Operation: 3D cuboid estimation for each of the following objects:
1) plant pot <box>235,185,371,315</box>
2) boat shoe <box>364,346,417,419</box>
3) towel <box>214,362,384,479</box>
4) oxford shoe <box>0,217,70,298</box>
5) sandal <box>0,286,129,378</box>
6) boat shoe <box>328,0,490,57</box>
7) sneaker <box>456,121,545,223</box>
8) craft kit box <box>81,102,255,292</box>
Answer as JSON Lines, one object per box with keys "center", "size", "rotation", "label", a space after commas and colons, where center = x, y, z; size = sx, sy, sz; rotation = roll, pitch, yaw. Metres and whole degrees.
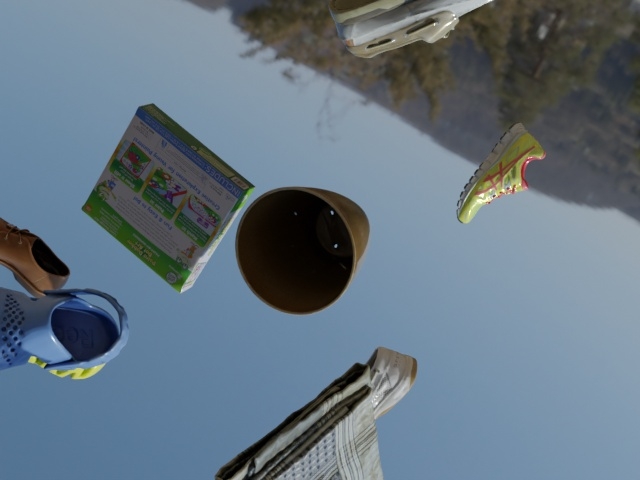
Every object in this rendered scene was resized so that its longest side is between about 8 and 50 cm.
{"center": [0.000, 0.000, 2.199], "size": [0.237, 0.237, 0.254], "rotation": [32, -160, 15], "label": "plant pot"}
{"center": [0.050, 0.280, 1.983], "size": [0.096, 0.277, 0.098], "rotation": [31, -155, -17], "label": "boat shoe"}
{"center": [-0.012, 0.383, 1.750], "size": [0.312, 0.324, 0.056], "rotation": [-34, -137, -30], "label": "towel"}
{"center": [-0.461, -0.002, 1.721], "size": [0.212, 0.076, 0.076], "rotation": [38, -137, -17], "label": "oxford shoe"}
{"center": [-0.353, 0.100, 1.358], "size": [0.317, 0.126, 0.138], "rotation": [1, 167, -44], "label": "sandal"}
{"center": [0.171, -0.375, 1.835], "size": [0.113, 0.302, 0.103], "rotation": [-85, -22, -48], "label": "boat shoe"}
{"center": [0.326, -0.107, 2.091], "size": [0.094, 0.208, 0.081], "rotation": [38, -167, 8], "label": "sneaker"}
{"center": [-0.277, -0.075, 2.081], "size": [0.250, 0.246, 0.061], "rotation": [40, -156, 9], "label": "craft kit box"}
